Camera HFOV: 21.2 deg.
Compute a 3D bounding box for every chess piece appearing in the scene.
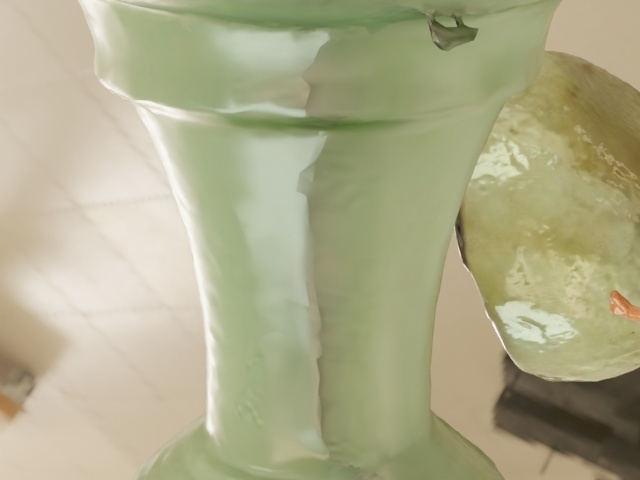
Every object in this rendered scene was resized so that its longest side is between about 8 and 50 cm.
[{"bbox_3d":[0.000,0.000,0.512,0.194,0.194,0.299,12,114,30],"label":"chess piece"}]

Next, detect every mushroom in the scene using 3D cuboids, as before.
[{"bbox_3d":[0.215,-0.022,1.336,0.164,0.267,0.189,-4,178,34],"label":"mushroom"}]

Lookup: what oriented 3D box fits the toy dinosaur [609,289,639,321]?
[{"bbox_3d":[0.324,0.013,1.157,0.279,0.055,0.101,-2,126,30],"label":"toy dinosaur"}]
